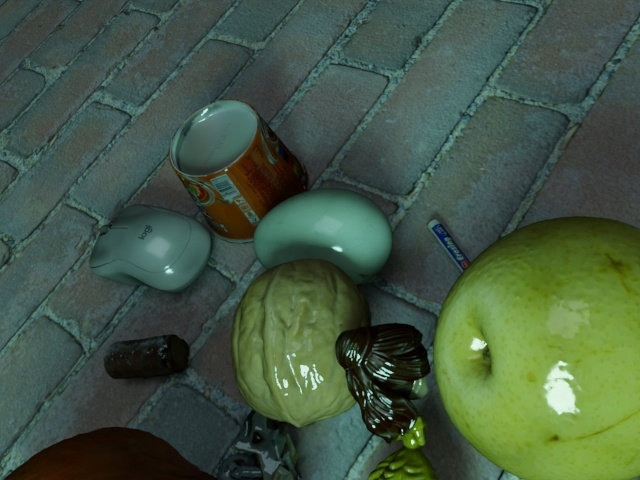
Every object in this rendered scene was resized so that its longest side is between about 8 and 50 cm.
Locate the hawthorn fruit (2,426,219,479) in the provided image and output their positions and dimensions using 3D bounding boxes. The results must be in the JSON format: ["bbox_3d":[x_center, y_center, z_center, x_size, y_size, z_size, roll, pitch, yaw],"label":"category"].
[{"bbox_3d":[-0.257,0.479,0.807,0.472,0.471,0.471,-11,55,16],"label":"hawthorn fruit"}]

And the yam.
[{"bbox_3d":[-0.323,0.217,1.239,0.141,0.079,0.079,-10,55,18],"label":"yam"}]

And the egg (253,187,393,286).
[{"bbox_3d":[0.000,0.000,1.176,0.264,0.183,0.182,-3,57,28],"label":"egg"}]

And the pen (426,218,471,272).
[{"bbox_3d":[0.243,0.036,1.146,0.025,0.025,0.204,-32,52,1],"label":"pen"}]

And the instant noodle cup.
[{"bbox_3d":[-0.171,-0.147,1.340,0.251,0.192,0.250,-11,56,16],"label":"instant noodle cup"}]

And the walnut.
[{"bbox_3d":[-0.028,0.155,1.019,0.225,0.225,0.260,-8,60,18],"label":"walnut"}]

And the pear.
[{"bbox_3d":[0.320,0.138,0.852,0.349,0.348,0.348,-11,55,16],"label":"pear"}]

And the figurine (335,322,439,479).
[{"bbox_3d":[0.109,0.267,0.888,0.168,0.187,0.315,-3,79,-1],"label":"figurine"}]

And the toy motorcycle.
[{"bbox_3d":[-0.061,0.317,1.058,0.130,0.094,0.229,16,53,26],"label":"toy motorcycle"}]

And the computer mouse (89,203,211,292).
[{"bbox_3d":[-0.366,0.010,1.369,0.297,0.121,0.184,17,68,30],"label":"computer mouse"}]
